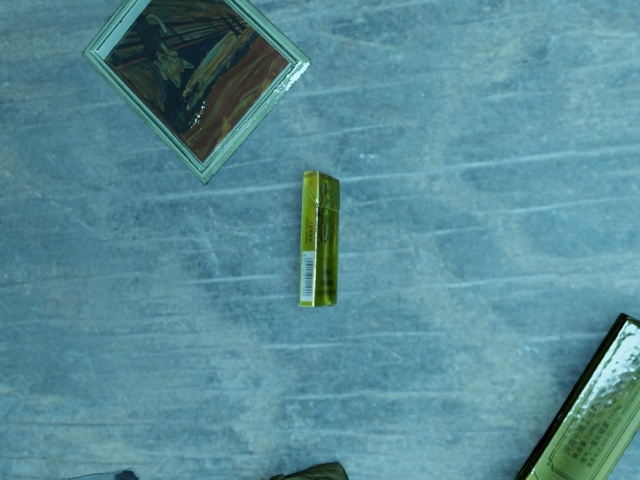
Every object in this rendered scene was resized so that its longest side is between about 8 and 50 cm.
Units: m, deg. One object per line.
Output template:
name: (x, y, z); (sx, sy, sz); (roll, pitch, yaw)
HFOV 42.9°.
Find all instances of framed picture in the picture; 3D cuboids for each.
framed picture: (-0.171, -0.241, 1.070); (0.273, 0.016, 0.216); (45, 101, 16)

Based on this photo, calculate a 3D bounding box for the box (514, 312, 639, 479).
box: (0.271, 0.189, 0.821); (0.071, 0.159, 0.240); (32, 96, 16)

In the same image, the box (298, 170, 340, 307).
box: (0.000, 0.000, 0.961); (0.022, 0.089, 0.157); (1, 86, 17)

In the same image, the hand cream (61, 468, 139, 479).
hand cream: (-0.261, 0.467, 1.044); (0.121, 0.076, 0.336); (-16, 75, 16)

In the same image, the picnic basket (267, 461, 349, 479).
picnic basket: (-0.030, 0.324, 0.904); (0.137, 0.178, 0.128); (-26, 80, 16)
